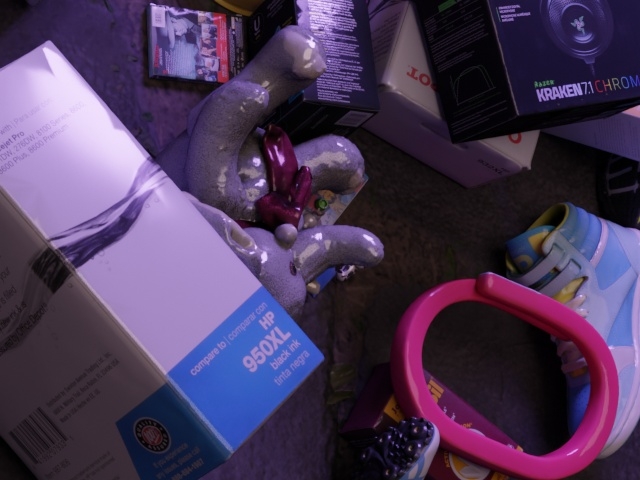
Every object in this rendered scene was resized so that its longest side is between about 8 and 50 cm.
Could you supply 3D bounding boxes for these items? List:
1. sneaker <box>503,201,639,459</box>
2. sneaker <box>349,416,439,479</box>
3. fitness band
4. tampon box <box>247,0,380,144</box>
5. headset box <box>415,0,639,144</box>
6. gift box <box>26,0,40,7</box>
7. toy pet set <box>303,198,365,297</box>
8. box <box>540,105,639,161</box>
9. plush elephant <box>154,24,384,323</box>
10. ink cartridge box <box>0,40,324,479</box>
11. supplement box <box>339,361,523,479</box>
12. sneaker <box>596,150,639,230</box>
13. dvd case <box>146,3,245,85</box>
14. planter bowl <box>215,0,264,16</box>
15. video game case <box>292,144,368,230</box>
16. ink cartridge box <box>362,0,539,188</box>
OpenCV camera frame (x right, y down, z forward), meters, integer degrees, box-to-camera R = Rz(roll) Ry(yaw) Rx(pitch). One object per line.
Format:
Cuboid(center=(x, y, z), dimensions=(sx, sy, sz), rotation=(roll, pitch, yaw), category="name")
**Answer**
Cuboid(center=(0.303, 0.098, 1.853), dimensions=(0.208, 0.127, 0.319), rotation=(27, 58, -25), category="sneaker")
Cuboid(center=(0.068, 0.300, 1.654), dimensions=(0.086, 0.085, 0.237), rotation=(25, 101, -28), category="sneaker")
Cuboid(center=(0.213, 0.159, 1.722), dimensions=(0.291, 0.054, 0.209), rotation=(25, 75, -20), category="fitness band")
Cuboid(center=(-0.010, -0.204, 1.723), dimensions=(0.101, 0.120, 0.161), rotation=(6, 68, -29), category="tampon box")
Cuboid(center=(0.248, -0.276, 1.741), dimensions=(0.246, 0.131, 0.283), rotation=(-10, 84, -32), category="headset box")
Cuboid(center=(-0.261, -0.419, 1.551), dimensions=(0.276, 0.258, 0.255), rotation=(-43, 102, -22), category="gift box")
Cuboid(center=(0.000, 0.000, 1.710), dimensions=(0.122, 0.065, 0.114), rotation=(50, 60, -11), category="toy pet set")
Cuboid(center=(0.375, -0.192, 1.917), dimensions=(0.130, 0.170, 0.091), rotation=(-56, 149, -25), category="box")
Cuboid(center=(-0.062, -0.010, 1.526), dimensions=(0.330, 0.272, 0.255), rotation=(-28, 57, -12), category="plush elephant")
Cuboid(center=(-0.234, 0.056, 1.410), dimensions=(0.395, 0.285, 0.166), rotation=(49, 48, -3), category="ink cartridge box")
Cuboid(center=(0.130, 0.235, 1.744), dimensions=(0.188, 0.081, 0.104), rotation=(40, 63, -17), category="supplement box")
Cuboid(center=(0.464, -0.140, 2.010), dimensions=(0.121, 0.111, 0.300), rotation=(31, 67, -25), category="sneaker")
Cuboid(center=(-0.143, -0.224, 1.725), dimensions=(0.119, 0.013, 0.087), rotation=(2, 78, -31), category="dvd case")
Cuboid(center=(-0.056, -0.375, 1.747), dimensions=(0.217, 0.090, 0.217), rotation=(2, 87, -30), category="planter bowl")
Cuboid(center=(-0.029, -0.057, 1.754), dimensions=(0.119, 0.015, 0.166), rotation=(46, 61, -14), category="video game case")
Cuboid(center=(0.175, -0.253, 1.848), dimensions=(0.223, 0.129, 0.307), rotation=(28, 67, -23), category="ink cartridge box")
